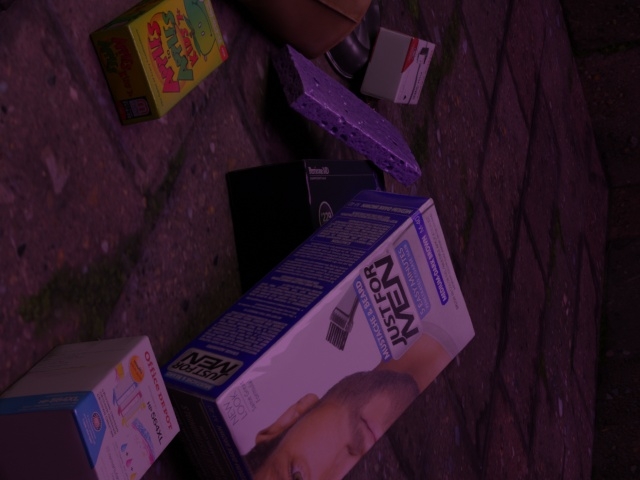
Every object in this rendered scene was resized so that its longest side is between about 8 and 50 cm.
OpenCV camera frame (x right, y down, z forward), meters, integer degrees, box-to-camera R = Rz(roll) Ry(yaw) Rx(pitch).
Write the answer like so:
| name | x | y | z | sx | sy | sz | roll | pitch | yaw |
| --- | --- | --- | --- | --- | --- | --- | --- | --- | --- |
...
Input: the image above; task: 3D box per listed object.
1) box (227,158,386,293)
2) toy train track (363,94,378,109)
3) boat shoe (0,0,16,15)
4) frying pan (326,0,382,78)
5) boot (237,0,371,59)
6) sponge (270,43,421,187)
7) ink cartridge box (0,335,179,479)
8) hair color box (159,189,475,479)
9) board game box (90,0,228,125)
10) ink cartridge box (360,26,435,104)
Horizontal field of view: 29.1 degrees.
| name | x | y | z | sx | sy | sz | roll | pitch | yaw |
| --- | --- | --- | --- | --- | --- | --- | --- | --- | --- |
| box | 0.000 | 0.000 | 1.454 | 0.261 | 0.103 | 0.184 | -10 | 89 | -68 |
| toy train track | 0.080 | -0.207 | 1.831 | 0.083 | 0.014 | 0.048 | -43 | 122 | -65 |
| boat shoe | -0.259 | -0.235 | 0.909 | 0.116 | 0.123 | 0.324 | 44 | 39 | -3 |
| frying pan | 0.063 | -0.288 | 1.783 | 0.326 | 0.053 | 0.197 | 57 | 35 | -42 |
| boot | -0.002 | -0.335 | 1.430 | 0.089 | 0.236 | 0.269 | 61 | 18 | 21 |
| sponge | 0.033 | -0.152 | 1.519 | 0.210 | 0.031 | 0.117 | 33 | 22 | -35 |
| ink cartridge box | -0.182 | 0.140 | 0.968 | 0.143 | 0.089 | 0.092 | -50 | 128 | -61 |
| hair color box | 0.005 | 0.116 | 1.243 | 0.339 | 0.110 | 0.185 | -41 | 124 | -32 |
| board game box | -0.153 | -0.190 | 1.213 | 0.181 | 0.043 | 0.092 | -57 | 135 | -58 |
| ink cartridge box | 0.114 | -0.251 | 1.788 | 0.135 | 0.056 | 0.099 | -16 | 124 | -71 |
